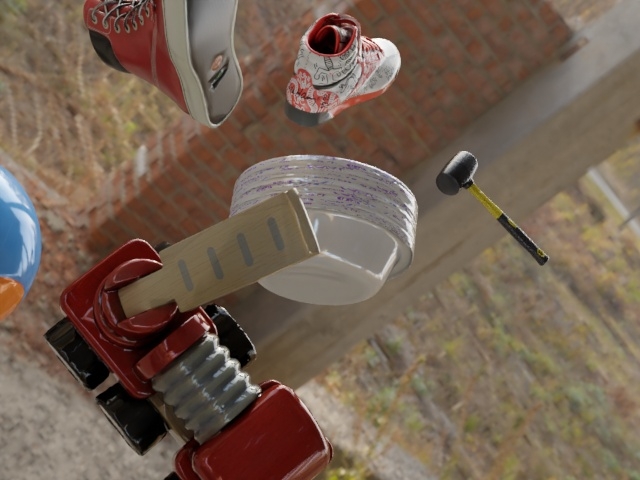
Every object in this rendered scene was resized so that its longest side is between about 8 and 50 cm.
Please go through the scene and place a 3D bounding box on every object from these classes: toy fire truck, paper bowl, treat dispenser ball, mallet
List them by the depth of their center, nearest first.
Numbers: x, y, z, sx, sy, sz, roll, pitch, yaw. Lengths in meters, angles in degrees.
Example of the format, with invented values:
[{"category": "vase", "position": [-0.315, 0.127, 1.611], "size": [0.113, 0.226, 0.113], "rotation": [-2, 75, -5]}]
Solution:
[{"category": "toy fire truck", "position": [-0.066, 0.080, 0.708], "size": [0.217, 0.158, 0.246], "rotation": [51, -17, 1]}, {"category": "mallet", "position": [0.229, -0.033, 1.396], "size": [0.190, 0.039, 0.062], "rotation": [50, 52, 3]}, {"category": "treat dispenser ball", "position": [-0.545, 0.005, 1.485], "size": [0.288, 0.288, 0.288], "rotation": [47, 17, -19]}, {"category": "paper bowl", "position": [0.000, 0.000, 1.571], "size": [0.284, 0.284, 0.148], "rotation": [34, 55, -47]}]

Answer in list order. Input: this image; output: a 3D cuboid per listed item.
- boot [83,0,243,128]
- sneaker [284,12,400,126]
[{"category": "boot", "position": [-0.170, -0.225, 1.015], "size": [0.176, 0.088, 0.244], "rotation": [31, -25, 14]}, {"category": "sneaker", "position": [0.052, -0.287, 1.602], "size": [0.090, 0.145, 0.270], "rotation": [35, 47, 20]}]
